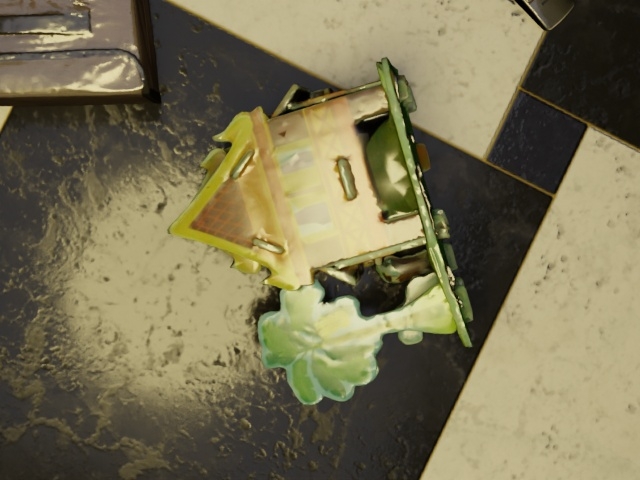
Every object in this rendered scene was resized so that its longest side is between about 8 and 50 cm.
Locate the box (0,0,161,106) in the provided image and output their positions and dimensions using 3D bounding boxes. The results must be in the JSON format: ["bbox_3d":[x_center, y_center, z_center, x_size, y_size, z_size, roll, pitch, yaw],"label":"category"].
[{"bbox_3d":[-0.318,-0.231,1.208,0.252,0.188,0.153,-3,94,-4],"label":"box"}]

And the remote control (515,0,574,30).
[{"bbox_3d":[0.233,-0.355,1.343,0.059,0.028,0.212,-45,95,0],"label":"remote control"}]

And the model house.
[{"bbox_3d":[0.000,0.000,1.260,0.312,0.242,0.358,-17,94,10],"label":"model house"}]
